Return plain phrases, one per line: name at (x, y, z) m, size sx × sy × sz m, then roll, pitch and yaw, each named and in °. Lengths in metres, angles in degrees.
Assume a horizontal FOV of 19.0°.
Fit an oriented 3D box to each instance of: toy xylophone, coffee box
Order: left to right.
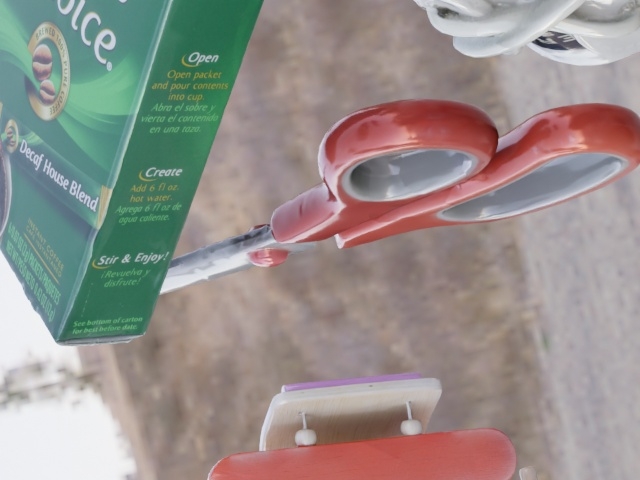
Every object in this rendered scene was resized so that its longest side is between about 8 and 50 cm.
coffee box at (-0.075, -0.069, 0.662) m, size 0.113 × 0.040 × 0.184 m, roll 52°, pitch 132°, yaw 39°
toy xylophone at (0.063, 0.241, 1.238) m, size 0.081 × 0.236 × 0.323 m, roll 127°, pitch 129°, yaw -69°

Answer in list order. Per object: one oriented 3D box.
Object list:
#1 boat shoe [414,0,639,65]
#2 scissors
boat shoe at (0.054, -0.084, 0.454) m, size 0.267 × 0.096 × 0.088 m, roll -25°, pitch -70°, yaw -63°
scissors at (0.000, 0.000, 0.711) m, size 0.297 × 0.109 × 0.021 m, roll -29°, pitch 64°, yaw 57°
